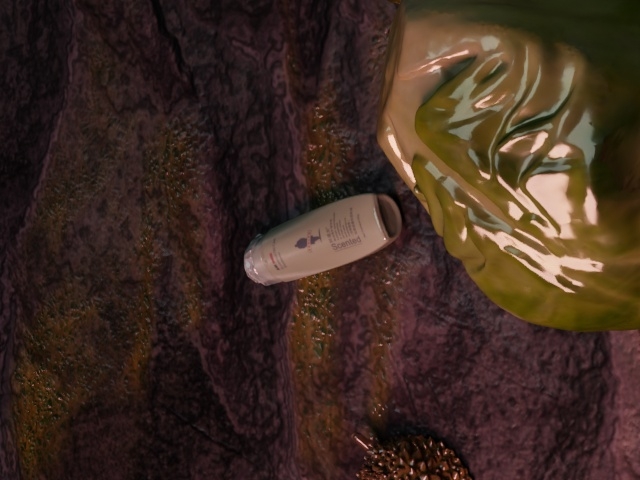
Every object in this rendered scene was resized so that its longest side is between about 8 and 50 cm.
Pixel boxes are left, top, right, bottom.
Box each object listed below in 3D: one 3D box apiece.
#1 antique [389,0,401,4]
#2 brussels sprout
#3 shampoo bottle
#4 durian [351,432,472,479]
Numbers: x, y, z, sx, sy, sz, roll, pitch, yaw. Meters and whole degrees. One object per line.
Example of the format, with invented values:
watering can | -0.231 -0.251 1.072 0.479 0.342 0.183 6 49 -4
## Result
antique | 0.045 -0.330 1.394 0.221 0.080 0.081 49 125 31
brussels sprout | 0.212 -0.096 1.159 0.355 0.281 0.289 23 132 2
shampoo bottle | 0.000 0.000 1.516 0.212 0.049 0.072 -22 87 40
durian | 0.085 0.286 1.461 0.188 0.091 0.148 53 125 23
